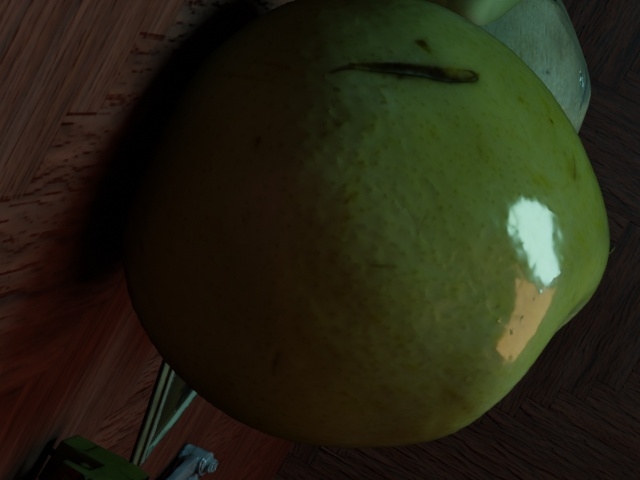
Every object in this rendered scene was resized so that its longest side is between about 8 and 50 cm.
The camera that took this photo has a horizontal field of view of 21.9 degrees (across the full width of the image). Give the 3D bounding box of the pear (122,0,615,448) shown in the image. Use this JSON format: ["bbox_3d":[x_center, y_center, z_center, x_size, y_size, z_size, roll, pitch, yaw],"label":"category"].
[{"bbox_3d":[0.030,-0.007,1.082,0.309,0.309,0.309,-58,173,-12],"label":"pear"}]

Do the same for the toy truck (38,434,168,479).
[{"bbox_3d":[-0.211,0.281,1.251,0.257,0.127,0.127,-60,166,12],"label":"toy truck"}]

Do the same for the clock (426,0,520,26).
[{"bbox_3d":[0.193,-0.365,1.425,0.348,0.117,0.286,-63,172,22],"label":"clock"}]

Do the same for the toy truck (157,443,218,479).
[{"bbox_3d":[-0.161,0.355,1.882,0.213,0.161,0.177,-49,148,-53],"label":"toy truck"}]

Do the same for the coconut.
[{"bbox_3d":[0.160,-0.174,1.655,0.224,0.224,0.224,-58,173,-12],"label":"coconut"}]

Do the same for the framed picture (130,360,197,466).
[{"bbox_3d":[-0.111,0.097,1.616,0.197,0.014,0.252,-53,170,-41],"label":"framed picture"}]
